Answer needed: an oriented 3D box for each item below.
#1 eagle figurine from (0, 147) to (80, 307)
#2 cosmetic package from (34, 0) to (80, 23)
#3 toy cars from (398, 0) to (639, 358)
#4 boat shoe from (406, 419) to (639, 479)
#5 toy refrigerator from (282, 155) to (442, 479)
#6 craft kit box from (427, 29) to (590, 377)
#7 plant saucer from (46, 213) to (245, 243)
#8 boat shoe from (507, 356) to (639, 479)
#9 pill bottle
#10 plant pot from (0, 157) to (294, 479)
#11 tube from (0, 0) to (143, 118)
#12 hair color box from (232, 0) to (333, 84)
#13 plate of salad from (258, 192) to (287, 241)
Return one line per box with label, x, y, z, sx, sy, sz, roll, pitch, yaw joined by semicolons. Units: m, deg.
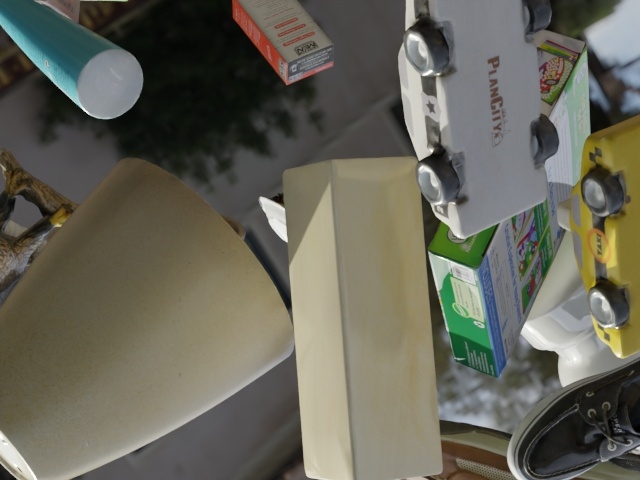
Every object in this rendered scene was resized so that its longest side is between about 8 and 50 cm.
eagle figurine;-0.397;0.049;1.931;0.226;0.225;0.298;20;-111;44
cosmetic package;-0.300;-0.369;1.672;0.129;0.296;0.153;4;179;6
toy cars;0.161;-0.061;1.210;0.087;0.393;0.176;30;-93;51
boat shoe;0.179;0.251;1.717;0.324;0.120;0.122;9;175;10
toy refrigerator;0.038;0.067;1.457;0.094;0.269;0.102;-3;177;-25
craft kit box;0.185;-0.029;1.592;0.246;0.061;0.250;-60;158;-20
plant saucer;-0.244;0.006;2.391;0.278;0.041;0.278;0;-165;0
boat shoe;0.280;0.160;1.565;0.228;0.080;0.076;-25;-174;-4
pill bottle;0.385;0.136;1.793;0.210;0.363;0.210;-46;-168;13
plant pot;-0.211;0.104;1.639;0.274;0.256;0.256;-42;-164;-21
tube;-0.203;-0.149;1.277;0.052;0.080;0.207;-44;-139;-10
hair color box;-0.049;-0.267;2.164;0.072;0.141;0.043;-24;145;-19
plate of salad;0.000;0.000;2.261;0.048;0.200;0.200;-50;-164;-8
